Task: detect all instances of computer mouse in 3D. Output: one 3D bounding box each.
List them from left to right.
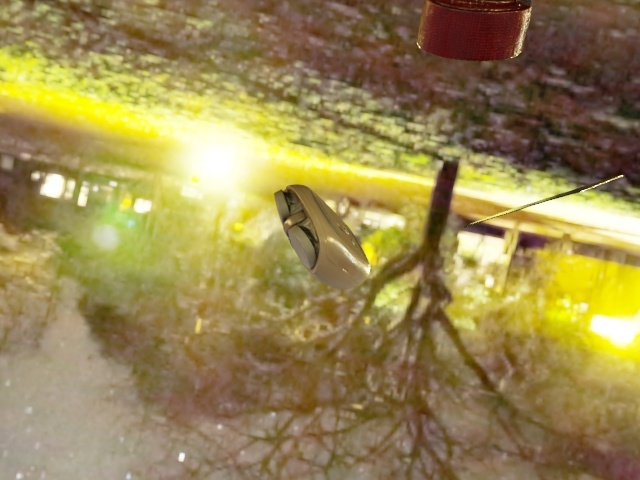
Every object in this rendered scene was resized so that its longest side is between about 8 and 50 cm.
[{"bbox_3d":[0.000,0.000,1.427,0.145,0.082,0.236,61,-169,27],"label":"computer mouse"}]

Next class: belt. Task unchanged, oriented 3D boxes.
[{"bbox_3d":[0.282,-0.405,1.643,0.200,0.124,0.128,1,-142,-4],"label":"belt"}]

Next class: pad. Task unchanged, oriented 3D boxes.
[{"bbox_3d":[0.387,-0.069,1.536,0.202,0.005,0.299,-18,179,31],"label":"pad"}]
